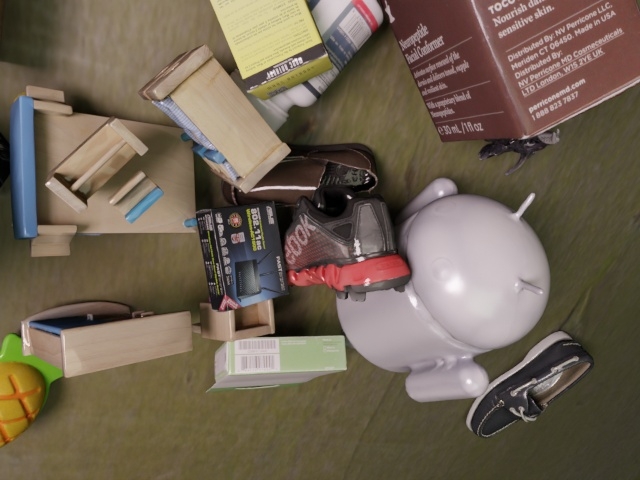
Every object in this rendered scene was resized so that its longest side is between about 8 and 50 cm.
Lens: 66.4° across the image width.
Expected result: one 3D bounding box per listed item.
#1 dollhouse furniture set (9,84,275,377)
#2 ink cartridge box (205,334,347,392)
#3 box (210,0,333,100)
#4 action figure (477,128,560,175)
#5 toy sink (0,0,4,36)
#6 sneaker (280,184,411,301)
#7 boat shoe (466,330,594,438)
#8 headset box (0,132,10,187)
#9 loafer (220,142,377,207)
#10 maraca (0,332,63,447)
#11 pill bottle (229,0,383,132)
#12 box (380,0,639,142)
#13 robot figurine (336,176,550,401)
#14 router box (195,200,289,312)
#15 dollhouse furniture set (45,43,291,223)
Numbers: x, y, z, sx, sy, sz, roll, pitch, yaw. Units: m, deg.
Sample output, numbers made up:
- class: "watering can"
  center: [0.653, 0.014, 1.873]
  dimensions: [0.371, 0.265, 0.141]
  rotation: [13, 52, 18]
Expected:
- class: "dollhouse furniture set"
  center: [-0.237, -0.015, 0.624]
  dimensions: [0.287, 0.198, 0.303]
  rotation: [-3, 90, -42]
- class: "ink cartridge box"
  center: [-0.081, 0.196, 0.765]
  dimensions: [0.171, 0.056, 0.235]
  rotation: [2, 160, -20]
- class: "box"
  center: [-0.071, -0.263, 0.471]
  dimensions: [0.087, 0.058, 0.232]
  rotation: [-23, 94, 10]
- class: "action figure"
  center: [0.279, -0.204, 0.653]
  dimensions: [0.164, 0.141, 0.275]
  rotation: [-34, 123, -13]
- class: "toy sink"
  center: [-0.398, -0.245, 0.395]
  dimensions: [0.234, 0.131, 0.152]
  rotation: [9, 115, -29]
- class: "sneaker"
  center: [0.001, 0.000, 0.627]
  dimensions: [0.098, 0.276, 0.135]
  rotation: [-9, 92, -33]
- class: "boat shoe"
  center: [0.440, 0.326, 1.039]
  dimensions: [0.114, 0.091, 0.302]
  rotation: [29, 106, -30]
- class: "headset box"
  center: [-0.438, -0.020, 0.418]
  dimensions: [0.246, 0.283, 0.131]
  rotation: [-28, 123, -3]
- class: "loafer"
  center: [-0.021, -0.084, 0.650]
  dimensions: [0.220, 0.078, 0.080]
  rotation: [-13, 122, -12]
- class: "maraca"
  center: [-0.431, 0.207, 0.666]
  dimensions: [0.185, 0.099, 0.127]
  rotation: [-51, 136, -16]
- class: "pill bottle"
  center: [-0.026, -0.217, 0.555]
  dimensions: [0.108, 0.108, 0.180]
  rotation: [36, 102, -32]
- class: "box"
  center: [0.127, -0.287, 0.447]
  dimensions: [0.143, 0.191, 0.381]
  rotation: [-27, 102, -2]
- class: "robot figurine"
  center: [0.156, 0.064, 0.671]
  dimensions: [0.200, 0.299, 0.353]
  rotation: [8, 155, -26]
- class: "router box"
  center: [-0.093, 0.017, 0.592]
  dimensions: [0.092, 0.038, 0.122]
  rotation: [-13, 95, -43]
- class: "dollhouse furniture set"
  center: [-0.157, -0.086, 0.506]
  dimensions: [0.183, 0.129, 0.129]
  rotation: [-45, 119, -8]
